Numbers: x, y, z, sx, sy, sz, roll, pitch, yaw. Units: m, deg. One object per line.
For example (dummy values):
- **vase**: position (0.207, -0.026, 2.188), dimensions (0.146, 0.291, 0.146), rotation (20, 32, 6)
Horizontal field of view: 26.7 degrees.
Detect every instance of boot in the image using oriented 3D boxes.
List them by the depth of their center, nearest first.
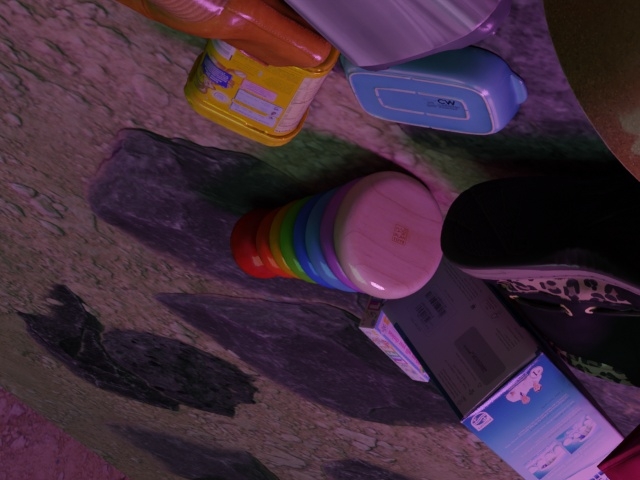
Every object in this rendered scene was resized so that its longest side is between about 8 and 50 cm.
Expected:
- **boot**: position (-0.135, -0.231, 1.151), dimensions (0.211, 0.104, 0.295), rotation (24, -170, -45)
- **boot**: position (0.340, 0.051, 1.371), dimensions (0.377, 0.138, 0.284), rotation (1, 153, 33)

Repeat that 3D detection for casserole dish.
- **casserole dish**: position (0.101, -0.143, 1.273), dimensions (0.188, 0.037, 0.114), rotation (11, 156, 23)

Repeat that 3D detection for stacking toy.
- **stacking toy**: position (0.000, 0.000, 1.596), dimensions (0.141, 0.141, 0.330), rotation (33, 162, -26)

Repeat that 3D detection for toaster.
- **toaster**: position (0.046, -0.221, 1.023), dimensions (0.146, 0.129, 0.227), rotation (37, 160, -25)

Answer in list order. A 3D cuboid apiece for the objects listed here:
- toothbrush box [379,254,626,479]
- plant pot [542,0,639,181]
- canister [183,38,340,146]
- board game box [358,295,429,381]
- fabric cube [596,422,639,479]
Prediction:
- **toothbrush box**: position (0.232, 0.171, 1.630), dimensions (0.295, 0.126, 0.216), rotation (42, -171, -44)
- **plant pot**: position (0.306, -0.167, 0.817), dimensions (0.237, 0.237, 0.254), rotation (32, 142, -24)
- **canister**: position (-0.056, -0.169, 1.308), dimensions (0.126, 0.073, 0.170), rotation (25, 157, -7)
- **board game box**: position (0.112, 0.103, 1.744), dimensions (0.026, 0.103, 0.154), rotation (4, 152, 36)
- **fabric cube**: position (0.488, 0.223, 1.359), dimensions (0.258, 0.259, 0.254), rotation (47, 161, 8)
